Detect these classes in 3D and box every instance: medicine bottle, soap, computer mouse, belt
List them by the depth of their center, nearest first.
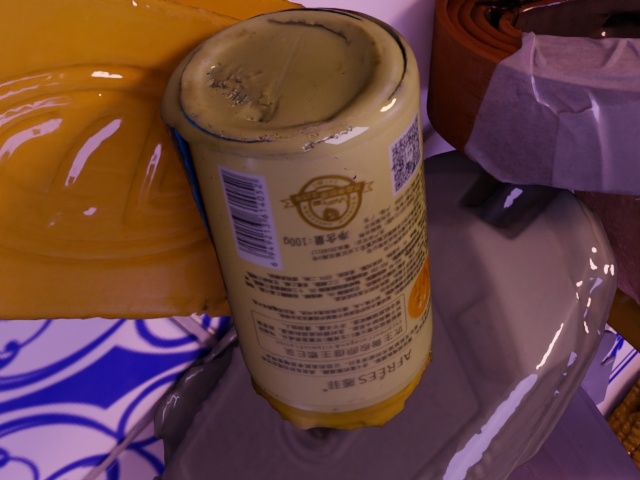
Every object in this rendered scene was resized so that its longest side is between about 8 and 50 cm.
[{"bbox_3d":[-0.135,-0.054,0.571,0.324,0.096,0.204,3,119,-46],"label":"soap"},{"bbox_3d":[0.000,0.000,0.578,0.124,0.124,0.239,-32,139,-21],"label":"medicine bottle"},{"bbox_3d":[0.208,-0.123,0.747,0.261,0.184,0.105,-5,131,-4],"label":"belt"},{"bbox_3d":[0.042,0.127,0.799,0.429,0.228,0.145,-51,147,0],"label":"computer mouse"}]

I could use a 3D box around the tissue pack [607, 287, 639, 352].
[{"bbox_3d":[0.363,0.069,1.023,0.134,0.271,0.192,-49,141,6],"label":"tissue pack"}]

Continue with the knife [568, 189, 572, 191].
[{"bbox_3d":[0.190,-0.032,0.858,0.046,0.022,0.256,108,-3,-66],"label":"knife"}]

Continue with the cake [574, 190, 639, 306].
[{"bbox_3d":[0.323,-0.053,0.864,0.198,0.293,0.196,-31,140,-14],"label":"cake"}]

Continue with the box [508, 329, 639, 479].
[{"bbox_3d":[0.259,0.263,1.091,0.262,0.206,0.291,13,126,-48],"label":"box"}]

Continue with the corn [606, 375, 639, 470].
[{"bbox_3d":[0.407,0.275,1.367,0.119,0.119,0.322,9,120,-47],"label":"corn"}]
